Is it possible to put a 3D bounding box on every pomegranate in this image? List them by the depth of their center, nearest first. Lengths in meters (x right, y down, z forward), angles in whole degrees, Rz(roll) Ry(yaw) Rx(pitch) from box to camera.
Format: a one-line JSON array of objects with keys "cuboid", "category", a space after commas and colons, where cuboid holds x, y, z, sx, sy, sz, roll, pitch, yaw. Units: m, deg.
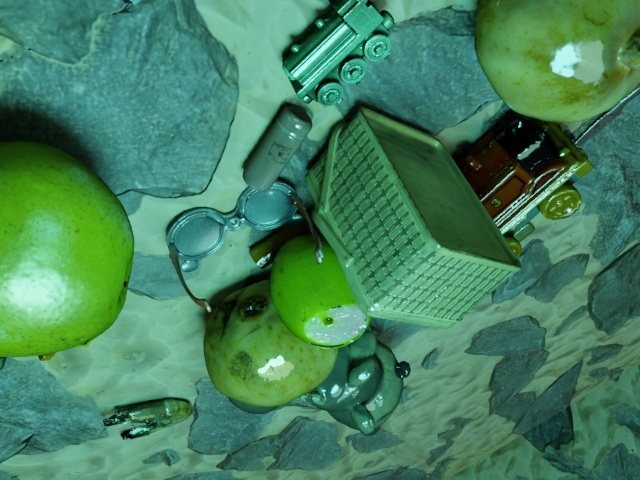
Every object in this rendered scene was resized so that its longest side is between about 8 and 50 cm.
[{"cuboid": [0.356, -0.287, 0.916, 0.252, 0.270, 0.229, -37, 135, 2], "category": "pomegranate"}, {"cuboid": [-0.093, 0.196, 1.250, 0.261, 0.260, 0.260, -17, 143, -14], "category": "pomegranate"}]

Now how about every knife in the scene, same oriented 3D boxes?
[{"cuboid": [0.585, -0.260, 1.306, 0.035, 0.018, 0.247, 12, 131, -45], "category": "knife"}]

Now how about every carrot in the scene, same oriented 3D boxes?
[{"cuboid": [-0.060, 0.000, 1.193, 0.139, 0.048, 0.048, -33, 143, 4], "category": "carrot"}]

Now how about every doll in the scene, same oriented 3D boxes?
[{"cuboid": [0.012, 0.308, 1.519, 0.379, 0.252, 0.382, 5, 157, 19], "category": "doll"}]

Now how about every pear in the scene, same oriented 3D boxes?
[{"cuboid": [-0.375, 0.013, 0.827, 0.294, 0.294, 0.294, -17, 143, -14], "category": "pear"}, {"cuboid": [0.001, 0.071, 1.111, 0.188, 0.219, 0.187, -9, 134, -9], "category": "pear"}]

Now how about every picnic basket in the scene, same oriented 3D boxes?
[{"cuboid": [0.130, -0.033, 1.049, 0.228, 0.312, 0.175, 12, 132, -41], "category": "picnic basket"}]

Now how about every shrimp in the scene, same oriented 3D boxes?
[{"cuboid": [-0.393, 0.407, 1.481, 0.217, 0.051, 0.150, 6, 140, -42], "category": "shrimp"}]

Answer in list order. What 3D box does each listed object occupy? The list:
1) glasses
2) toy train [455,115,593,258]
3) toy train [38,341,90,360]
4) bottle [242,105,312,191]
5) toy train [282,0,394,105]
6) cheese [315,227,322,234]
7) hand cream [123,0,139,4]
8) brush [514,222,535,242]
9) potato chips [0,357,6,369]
[{"cuboid": [-0.111, 0.028, 1.018, 0.234, 0.268, 0.118, -22, 126, -7], "category": "glasses"}, {"cuboid": [0.314, -0.081, 1.240, 0.232, 0.163, 0.369, 25, 120, -38], "category": "toy train"}, {"cuboid": [-0.409, 0.110, 1.078, 0.127, 0.089, 0.219, 7, 132, -51], "category": "toy train"}, {"cuboid": [-0.067, -0.139, 1.011, 0.053, 0.053, 0.140, 11, 129, -40], "category": "bottle"}, {"cuboid": [0.019, -0.264, 0.906, 0.170, 0.071, 0.111, -40, 133, 19], "category": "toy train"}, {"cuboid": [0.000, 0.000, 1.234, 0.194, 0.043, 0.065, -33, 149, 5], "category": "cheese"}, {"cuboid": [-0.191, -0.305, 0.768, 0.093, 0.019, 0.030, -35, 142, 0], "category": "hand cream"}, {"cuboid": [0.390, 0.062, 1.552, 0.282, 0.048, 0.054, -44, 144, 19], "category": "brush"}, {"cuboid": [-0.635, 0.128, 0.976, 0.359, 0.070, 0.429, -10, 140, -17], "category": "potato chips"}]
